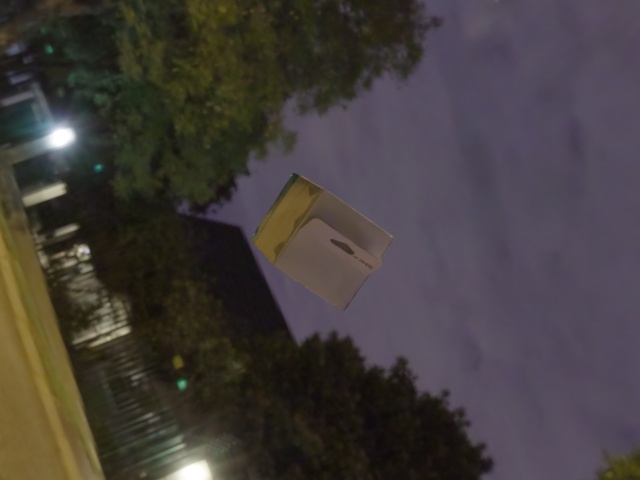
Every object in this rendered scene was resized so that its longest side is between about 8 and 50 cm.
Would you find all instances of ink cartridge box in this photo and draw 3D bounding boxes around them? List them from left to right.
[{"bbox_3d":[0.000,0.000,0.918,0.092,0.089,0.143,33,2,-17],"label":"ink cartridge box"}]
